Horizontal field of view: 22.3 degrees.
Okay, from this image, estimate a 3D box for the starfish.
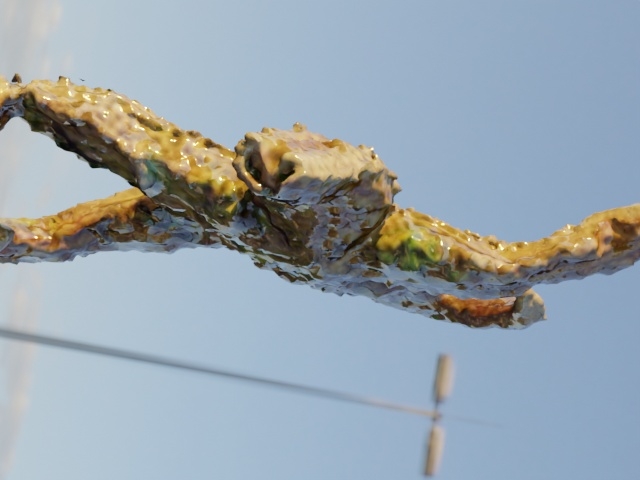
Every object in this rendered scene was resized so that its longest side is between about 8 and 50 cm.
[{"bbox_3d":[0.001,-0.010,0.464,0.150,0.210,0.053,46,48,-76],"label":"starfish"}]
